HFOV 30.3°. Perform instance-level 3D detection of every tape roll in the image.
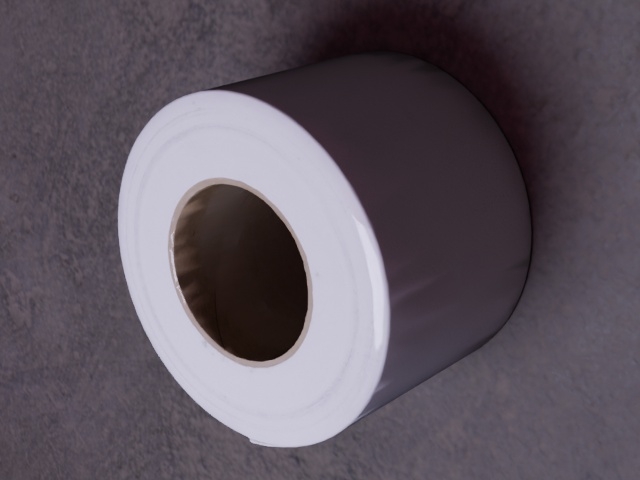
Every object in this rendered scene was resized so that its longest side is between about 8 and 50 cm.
[{"bbox_3d":[0.000,0.000,0.826,0.246,0.169,0.246,16,115,38],"label":"tape roll"}]
